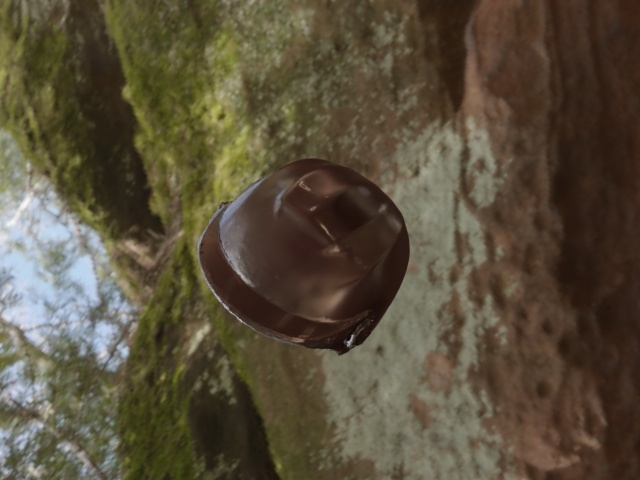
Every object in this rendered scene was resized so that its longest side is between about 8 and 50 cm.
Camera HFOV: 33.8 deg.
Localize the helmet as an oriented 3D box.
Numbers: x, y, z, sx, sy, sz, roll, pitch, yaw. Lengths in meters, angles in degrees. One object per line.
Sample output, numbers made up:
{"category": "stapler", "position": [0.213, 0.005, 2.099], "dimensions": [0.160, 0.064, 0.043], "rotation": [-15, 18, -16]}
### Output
{"category": "helmet", "position": [0.000, 0.000, 0.522], "dimensions": [0.098, 0.070, 0.123], "rotation": [40, -163, 11]}
